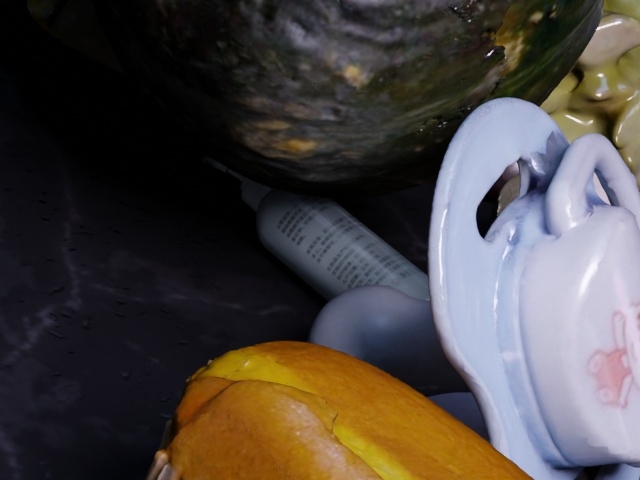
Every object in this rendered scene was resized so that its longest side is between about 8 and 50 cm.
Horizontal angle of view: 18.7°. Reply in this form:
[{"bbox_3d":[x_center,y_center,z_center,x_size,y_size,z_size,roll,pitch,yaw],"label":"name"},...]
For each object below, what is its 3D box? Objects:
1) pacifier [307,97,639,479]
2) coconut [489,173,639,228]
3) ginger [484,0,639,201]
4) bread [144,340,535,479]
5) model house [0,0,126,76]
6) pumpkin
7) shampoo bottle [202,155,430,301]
[{"bbox_3d":[0.097,0.053,1.147,0.226,0.287,0.238,-5,29,29],"label":"pacifier"},{"bbox_3d":[0.169,0.001,1.332,0.116,0.116,0.122,-18,53,-46],"label":"coconut"},{"bbox_3d":[0.188,-0.189,1.541,0.413,0.211,0.358,13,31,-15],"label":"ginger"},{"bbox_3d":[0.026,0.171,0.955,0.288,0.156,0.204,40,34,28],"label":"bread"},{"bbox_3d":[-0.184,-0.230,1.443,0.239,0.173,0.268,24,-1,25],"label":"model house"},{"bbox_3d":[0.041,-0.242,1.220,0.344,0.454,0.454,14,30,15],"label":"pumpkin"},{"bbox_3d":[0.000,0.000,1.283,0.195,0.056,0.056,41,36,26],"label":"shampoo bottle"}]
